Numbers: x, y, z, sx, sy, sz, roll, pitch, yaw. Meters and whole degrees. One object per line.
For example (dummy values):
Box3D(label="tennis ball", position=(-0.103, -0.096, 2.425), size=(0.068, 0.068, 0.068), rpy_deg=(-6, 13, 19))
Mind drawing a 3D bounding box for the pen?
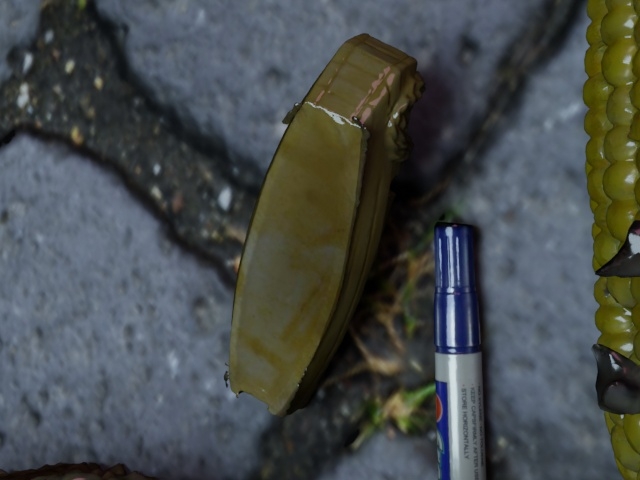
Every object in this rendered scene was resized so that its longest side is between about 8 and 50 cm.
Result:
Box3D(label="pen", position=(0.066, 0.093, 0.580), size=(0.025, 0.025, 0.204), rpy_deg=(-1, 92, 35))

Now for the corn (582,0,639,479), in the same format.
Box3D(label="corn", position=(0.160, -0.037, 0.446), size=(0.130, 0.130, 0.347), rpy_deg=(-4, 88, 35))

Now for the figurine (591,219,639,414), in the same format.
Box3D(label="figurine", position=(0.221, 0.068, 0.317), size=(0.197, 0.265, 0.175), rpy_deg=(-113, 31, -51))

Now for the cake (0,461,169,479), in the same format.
Box3D(label="cake", position=(-0.195, 0.253, 0.644), size=(0.290, 0.255, 0.282), rpy_deg=(-11, 85, 31))

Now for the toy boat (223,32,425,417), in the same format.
Box3D(label="toy boat", position=(0.000, 0.000, 0.593), size=(0.064, 0.072, 0.206), rpy_deg=(28, 122, 16))
